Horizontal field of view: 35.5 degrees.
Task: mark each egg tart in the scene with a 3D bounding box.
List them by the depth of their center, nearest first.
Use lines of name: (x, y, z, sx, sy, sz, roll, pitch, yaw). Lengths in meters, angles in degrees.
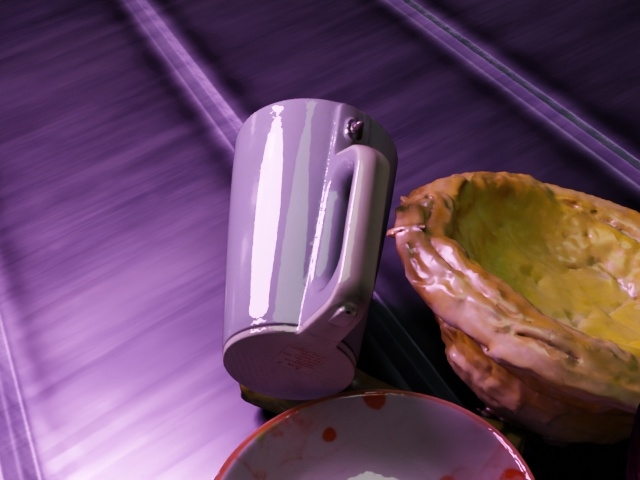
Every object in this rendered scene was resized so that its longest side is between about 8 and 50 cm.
egg tart: (0.214, 0.062, 0.878, 0.345, 0.132, 0.345, 14, 32, -9)

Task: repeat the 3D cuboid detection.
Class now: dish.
dish: (0.040, 0.237, 0.771, 0.260, 0.085, 0.260, -5, 37, 3)

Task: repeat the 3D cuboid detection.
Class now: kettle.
kettle: (0.000, 0.000, 0.880, 0.160, 0.210, 0.243, 24, 49, -22)

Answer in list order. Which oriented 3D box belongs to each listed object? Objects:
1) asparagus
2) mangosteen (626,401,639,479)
asparagus: (0.051, 0.156, 0.895, 0.277, 0.060, 0.067, 17, 88, 25)
mangosteen: (0.371, 0.185, 0.542, 0.382, 0.382, 0.435, -6, 49, 5)
